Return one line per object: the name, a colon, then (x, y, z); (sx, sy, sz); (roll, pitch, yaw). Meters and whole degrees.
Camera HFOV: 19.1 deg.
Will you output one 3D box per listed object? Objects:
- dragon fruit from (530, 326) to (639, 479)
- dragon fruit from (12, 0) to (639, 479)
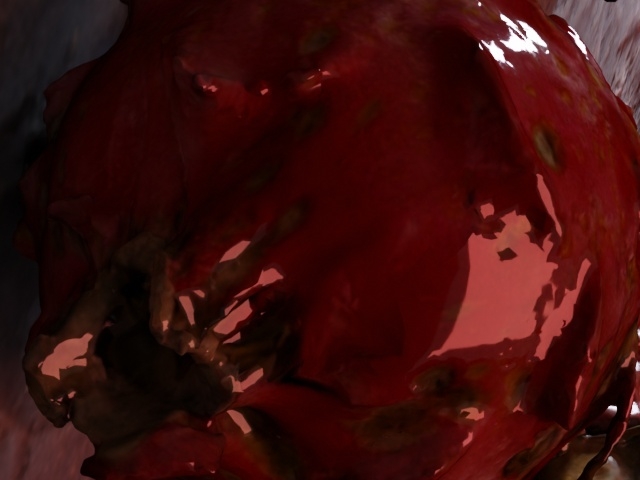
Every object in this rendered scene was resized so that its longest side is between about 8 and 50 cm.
dragon fruit: (0.103, 0.171, 1.024); (0.277, 0.277, 0.342); (-61, 175, -34)
dragon fruit: (0.000, 0.000, 0.597); (0.268, 0.205, 0.210); (-25, 135, -59)
